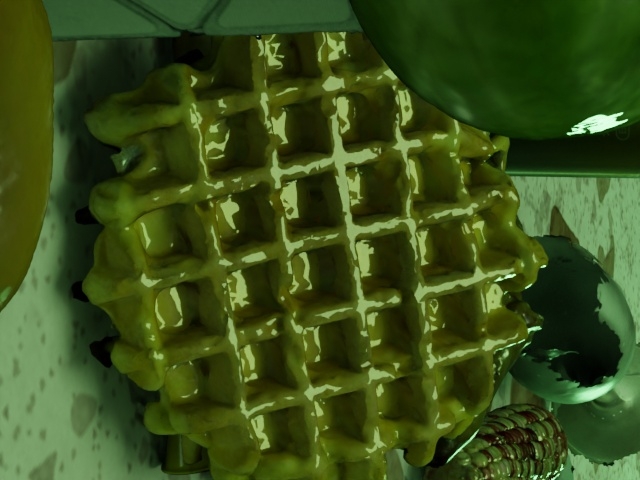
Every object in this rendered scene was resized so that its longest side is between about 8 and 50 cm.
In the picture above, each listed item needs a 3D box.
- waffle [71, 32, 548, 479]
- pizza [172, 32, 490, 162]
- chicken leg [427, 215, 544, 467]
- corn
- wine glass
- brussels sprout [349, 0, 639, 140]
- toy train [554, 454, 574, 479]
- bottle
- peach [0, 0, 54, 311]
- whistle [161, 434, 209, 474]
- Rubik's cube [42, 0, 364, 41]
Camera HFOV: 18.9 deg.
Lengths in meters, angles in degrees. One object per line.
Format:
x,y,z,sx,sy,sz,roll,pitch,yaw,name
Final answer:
0.007,0.007,1.124,0.329,0.062,0.329,-3,95,-30,waffle
0.018,-0.103,1.206,0.089,0.223,0.324,-177,-94,-68,pizza
0.041,0.081,1.358,0.211,0.140,0.361,57,44,-20,chicken leg
0.151,0.196,1.691,0.253,0.086,0.086,-11,100,-65,corn
0.252,0.109,1.878,0.321,0.143,0.143,45,48,-58,wine glass
0.104,-0.168,0.877,0.244,0.244,0.244,0,90,-68,brussels sprout
0.213,0.283,1.891,0.207,0.047,0.043,-59,141,-55,toy train
0.115,-0.084,1.321,0.082,0.286,0.082,1,90,-74,bottle
-0.195,-0.043,0.737,0.251,0.153,0.251,4,86,-61,peach
-0.077,0.085,1.150,0.046,0.057,0.109,-16,107,-32,whistle
-0.063,-0.241,0.988,0.205,0.205,0.207,-67,150,-44,Rubik's cube
